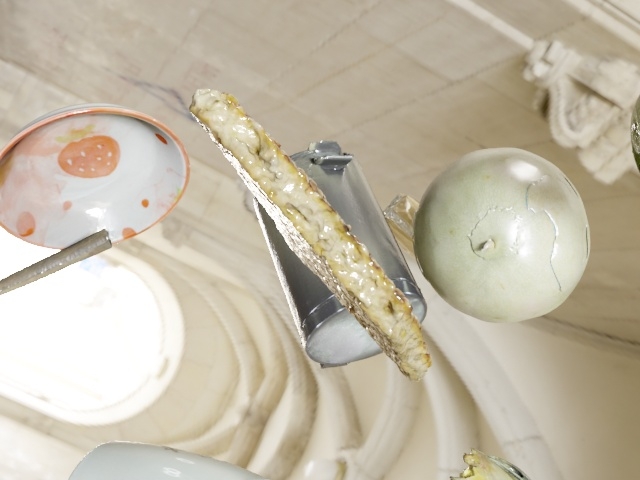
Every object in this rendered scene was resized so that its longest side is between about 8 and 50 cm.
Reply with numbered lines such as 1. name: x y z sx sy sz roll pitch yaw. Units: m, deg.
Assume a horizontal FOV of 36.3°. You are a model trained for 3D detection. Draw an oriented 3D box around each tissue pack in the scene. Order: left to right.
1. tissue pack: 0.214 0.005 1.876 0.090 0.222 0.186 -50 180 3

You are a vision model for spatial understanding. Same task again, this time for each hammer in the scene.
1. hammer: -0.416 0.055 1.305 0.297 0.027 0.125 -25 -145 -2

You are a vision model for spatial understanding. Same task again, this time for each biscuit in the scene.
1. biscuit: 0.007 0.006 0.530 0.026 0.131 0.237 -42 159 -5

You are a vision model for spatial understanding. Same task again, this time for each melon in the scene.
1. melon: 0.270 -0.007 1.475 0.268 0.268 0.330 -59 174 12

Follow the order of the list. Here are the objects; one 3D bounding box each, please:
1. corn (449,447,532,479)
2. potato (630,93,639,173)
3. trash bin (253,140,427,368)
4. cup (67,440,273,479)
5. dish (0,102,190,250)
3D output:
1. corn: 0.256 0.360 1.071 0.123 0.305 0.122 -47 151 -7
2. potato: 0.480 -0.117 1.016 0.304 0.216 0.216 -4 -129 28
3. trash bin: 0.023 0.024 1.587 0.252 0.203 0.301 -61 -138 46
4. cup: -0.169 0.361 1.174 0.234 0.258 0.186 13 -127 32
5. dish: -0.306 -0.101 1.269 0.260 0.260 0.085 -51 -135 35
